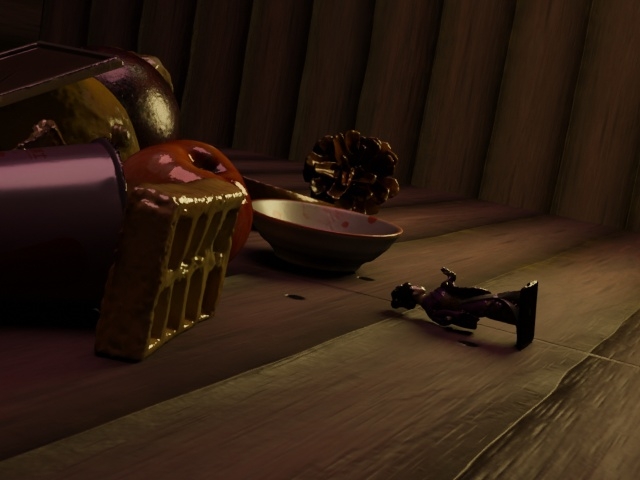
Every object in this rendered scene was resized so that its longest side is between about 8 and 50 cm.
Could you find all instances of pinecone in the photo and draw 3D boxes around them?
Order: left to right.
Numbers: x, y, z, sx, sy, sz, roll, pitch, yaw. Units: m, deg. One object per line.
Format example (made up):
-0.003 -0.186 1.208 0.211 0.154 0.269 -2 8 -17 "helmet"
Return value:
0.073 -0.147 2.263 0.229 0.202 0.201 7 -7 -16 "pinecone"

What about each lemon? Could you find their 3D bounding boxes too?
-0.410 -0.126 1.442 0.320 0.245 0.245 -6 2 23 "lemon"

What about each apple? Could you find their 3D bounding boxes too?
-0.191 -0.048 1.367 0.209 0.164 0.209 29 27 -16 "apple"

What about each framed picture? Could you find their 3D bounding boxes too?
-0.437 -0.209 1.306 0.211 0.020 0.289 17 34 42 "framed picture"

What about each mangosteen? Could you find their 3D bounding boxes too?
-0.389 -0.190 1.723 0.300 0.300 0.300 9 9 -1 "mangosteen"

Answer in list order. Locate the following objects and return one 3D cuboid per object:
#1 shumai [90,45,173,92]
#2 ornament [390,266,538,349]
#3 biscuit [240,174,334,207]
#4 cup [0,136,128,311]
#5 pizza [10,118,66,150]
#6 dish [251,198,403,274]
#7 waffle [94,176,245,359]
-0.444 -0.226 1.989 0.314 0.262 0.267 -22 -43 24 "shumai"
0.190 0.077 1.338 0.203 0.081 0.088 14 9 25 "ornament"
-0.170 -0.099 2.004 0.394 0.070 0.350 19 3 26 "biscuit"
-0.362 -0.010 1.028 0.288 0.203 0.203 -2 13 -30 "cup"
-0.383 -0.052 1.196 0.188 0.204 0.080 -5 26 -38 "pizza"
0.000 0.000 1.628 0.260 0.085 0.260 10 11 -2 "dish"
-0.152 0.020 1.059 0.057 0.168 0.274 17 8 9 "waffle"
